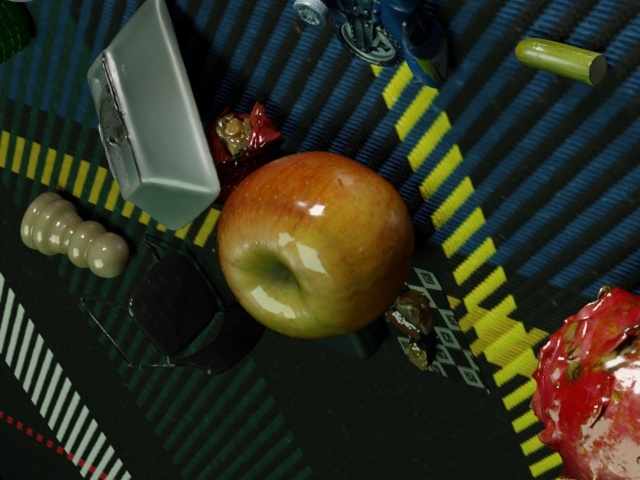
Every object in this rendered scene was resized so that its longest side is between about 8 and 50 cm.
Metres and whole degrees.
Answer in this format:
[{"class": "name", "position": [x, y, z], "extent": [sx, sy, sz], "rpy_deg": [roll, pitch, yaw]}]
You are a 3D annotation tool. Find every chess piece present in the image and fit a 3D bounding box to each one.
[{"class": "chess piece", "position": [-0.360, 0.001, 2.336], "extent": [0.170, 0.094, 0.094], "rpy_deg": [26, 150, 22]}]

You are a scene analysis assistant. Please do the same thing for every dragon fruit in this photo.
[{"class": "dragon fruit", "position": [-0.092, -0.083, 1.768], "extent": [0.122, 0.092, 0.192], "rpy_deg": [48, 155, -6]}, {"class": "dragon fruit", "position": [0.317, 0.163, 1.397], "extent": [0.268, 0.210, 0.205], "rpy_deg": [22, 164, 31]}]

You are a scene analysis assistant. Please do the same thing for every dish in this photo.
[{"class": "dish", "position": [-0.203, -0.136, 1.758], "extent": [0.182, 0.080, 0.243], "rpy_deg": [-34, 71, 65]}]

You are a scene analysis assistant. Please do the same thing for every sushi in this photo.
[{"class": "sushi", "position": [0.111, 0.107, 1.818], "extent": [0.139, 0.031, 0.201], "rpy_deg": [16, 142, 47]}]

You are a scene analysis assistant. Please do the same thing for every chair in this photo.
[{"class": "chair", "position": [-0.201, 0.098, 2.167], "extent": [0.221, 0.140, 0.145], "rpy_deg": [8, 137, 51]}]

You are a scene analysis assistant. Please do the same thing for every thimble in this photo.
[{"class": "thimble", "position": [-0.447, -0.288, 2.010], "extent": [0.130, 0.090, 0.118], "rpy_deg": [28, 148, 31]}]

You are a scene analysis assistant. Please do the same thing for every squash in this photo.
[{"class": "squash", "position": [0.198, -0.151, 1.290], "extent": [0.083, 0.027, 0.027], "rpy_deg": [24, 148, 41]}]

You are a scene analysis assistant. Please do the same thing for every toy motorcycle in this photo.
[{"class": "toy motorcycle", "position": [0.051, -0.224, 1.339], "extent": [0.135, 0.092, 0.254], "rpy_deg": [20, 155, 27]}]

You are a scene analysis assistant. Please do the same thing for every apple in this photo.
[{"class": "apple", "position": [0.000, 0.000, 1.670], "extent": [0.235, 0.173, 0.210], "rpy_deg": [2, 128, 44]}]

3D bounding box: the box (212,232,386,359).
[{"class": "box", "position": [-0.028, 0.062, 1.944], "extent": [0.230, 0.050, 0.160], "rpy_deg": [16, 142, 47]}]
